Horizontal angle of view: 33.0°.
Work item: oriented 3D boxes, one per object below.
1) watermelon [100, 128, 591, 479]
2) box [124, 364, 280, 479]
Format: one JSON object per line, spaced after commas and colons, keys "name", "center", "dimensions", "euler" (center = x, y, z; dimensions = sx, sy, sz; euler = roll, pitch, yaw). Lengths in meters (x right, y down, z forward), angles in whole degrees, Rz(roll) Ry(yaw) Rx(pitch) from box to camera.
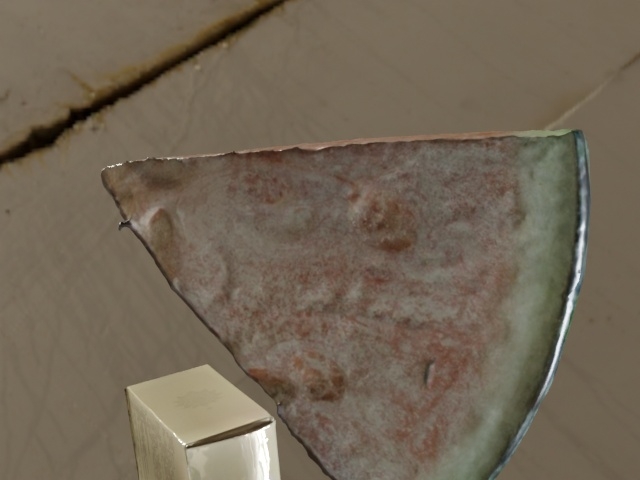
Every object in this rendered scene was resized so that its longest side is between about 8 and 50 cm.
{"name": "watermelon", "center": [0.041, -0.013, 0.709], "dimensions": [0.250, 0.292, 0.283], "euler": [-40, -156, 8]}
{"name": "box", "center": [-0.105, 0.248, 1.025], "dimensions": [0.095, 0.212, 0.168], "euler": [-12, -162, -24]}
